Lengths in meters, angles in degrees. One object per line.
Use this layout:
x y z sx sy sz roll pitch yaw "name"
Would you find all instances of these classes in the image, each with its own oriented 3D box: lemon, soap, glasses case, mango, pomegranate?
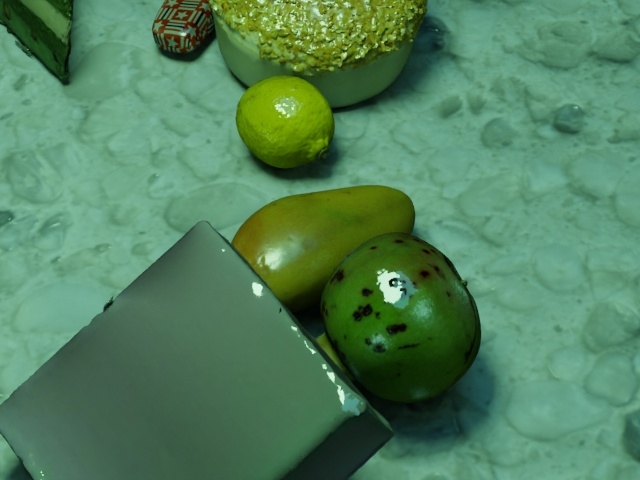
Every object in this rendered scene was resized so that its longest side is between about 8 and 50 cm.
-0.040 -0.139 1.843 0.109 0.109 0.133 -31 62 -27 "lemon"
-0.126 0.173 1.462 0.296 0.107 0.285 -42 55 2 "soap"
-0.158 -0.308 2.037 0.073 0.049 0.194 9 46 22 "glasses case"
0.000 0.000 1.709 0.253 0.113 0.138 -26 29 -34 "mango"
0.067 0.092 1.608 0.179 0.210 0.179 27 43 -28 "pomegranate"

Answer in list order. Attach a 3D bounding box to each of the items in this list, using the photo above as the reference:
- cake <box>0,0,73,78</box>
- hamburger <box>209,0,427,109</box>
-0.336 -0.352 2.002 0.172 0.158 0.283 -27 55 -27 "cake"
-0.005 -0.304 1.951 0.276 0.179 0.294 -6 47 -9 "hamburger"
